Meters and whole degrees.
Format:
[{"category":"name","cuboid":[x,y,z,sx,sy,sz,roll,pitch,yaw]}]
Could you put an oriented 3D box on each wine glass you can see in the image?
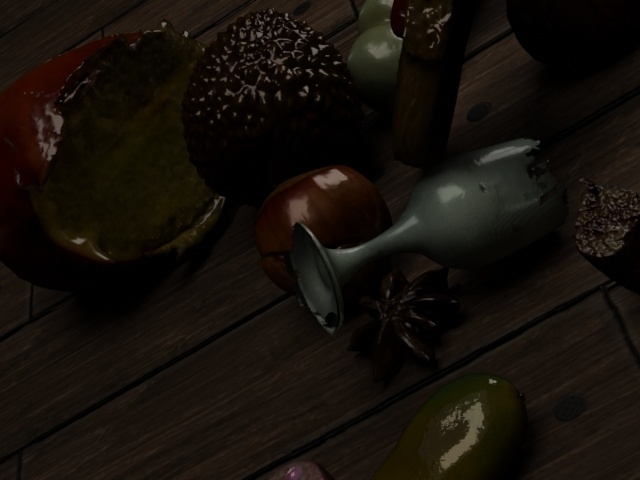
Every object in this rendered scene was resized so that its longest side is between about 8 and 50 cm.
[{"category":"wine glass","cuboid":[0.122,-0.010,1.571,0.321,0.143,0.143,-22,29,-19]}]

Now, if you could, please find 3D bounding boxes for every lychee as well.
[{"category":"lychee","cuboid":[-0.067,-0.183,1.909,0.267,0.267,0.267,-25,35,20]}]

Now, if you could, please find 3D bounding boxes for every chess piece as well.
[{"category":"chess piece","cuboid":[0.129,-0.327,2.003,0.182,0.182,0.330,-10,48,37]}]

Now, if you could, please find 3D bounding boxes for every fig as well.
[{"category":"fig","cuboid":[0.282,-0.342,1.777,0.191,0.290,0.190,-41,36,38]}]

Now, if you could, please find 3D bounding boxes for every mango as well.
[{"category":"mango","cuboid":[0.136,0.219,1.411,0.122,0.085,0.191,30,81,44]}]

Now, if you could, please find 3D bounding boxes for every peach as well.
[{"category":"peach","cuboid":[-0.307,-0.130,2.018,0.417,0.339,0.353,-28,35,7]}]

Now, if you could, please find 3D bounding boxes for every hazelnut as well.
[{"category":"hazelnut","cuboid":[0.000,0.000,1.737,0.182,0.182,0.182,-25,35,20]}]

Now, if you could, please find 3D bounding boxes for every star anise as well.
[{"category":"star anise","cuboid":[0.093,0.093,1.619,0.168,0.057,0.168,-23,36,18]}]

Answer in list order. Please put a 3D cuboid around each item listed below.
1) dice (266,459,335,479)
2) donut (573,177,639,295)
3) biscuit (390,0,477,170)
[{"category":"dice","cuboid":[-0.012,0.292,1.448,0.091,0.093,0.094,-39,32,-1]},{"category":"donut","cuboid":[0.364,0.015,1.387,0.217,0.141,0.085,7,64,48]},{"category":"biscuit","cuboid":[0.139,-0.270,1.669,0.076,0.394,0.368,11,93,8]}]
